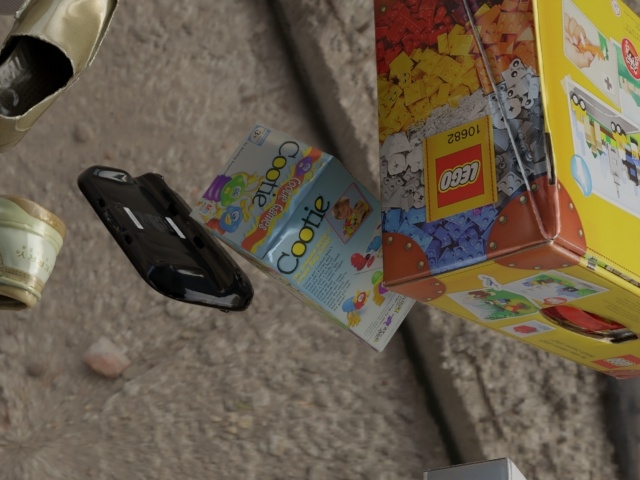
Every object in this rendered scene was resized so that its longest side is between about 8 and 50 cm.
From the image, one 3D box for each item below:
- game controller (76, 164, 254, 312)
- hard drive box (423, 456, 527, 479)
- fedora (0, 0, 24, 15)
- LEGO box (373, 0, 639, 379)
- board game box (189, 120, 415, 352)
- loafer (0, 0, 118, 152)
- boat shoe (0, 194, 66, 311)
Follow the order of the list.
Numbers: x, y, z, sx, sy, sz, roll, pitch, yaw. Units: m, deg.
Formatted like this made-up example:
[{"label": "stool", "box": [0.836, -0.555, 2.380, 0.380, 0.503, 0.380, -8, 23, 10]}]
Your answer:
[{"label": "game controller", "box": [-0.216, -0.007, 1.470, 0.167, 0.319, 0.067, 4, 118, -38]}, {"label": "hard drive box", "box": [0.166, 0.345, 0.978, 0.181, 0.089, 0.232, 52, 33, -41]}, {"label": "fedora", "box": [-0.340, -0.354, 1.187, 0.124, 0.275, 0.243, 21, 28, -45]}, {"label": "LEGO box", "box": [0.290, -0.077, 1.227, 0.500, 0.193, 0.372, 23, 59, -45]}, {"label": "board game box", "box": [0.000, 0.000, 1.304, 0.144, 0.142, 0.275, -55, 138, -6]}, {"label": "loafer", "box": [-0.160, -0.116, 0.644, 0.056, 0.050, 0.148, 33, 72, -26]}, {"label": "boat shoe", "box": [-0.357, 0.026, 0.950, 0.104, 0.285, 0.089, 43, 46, -48]}]
